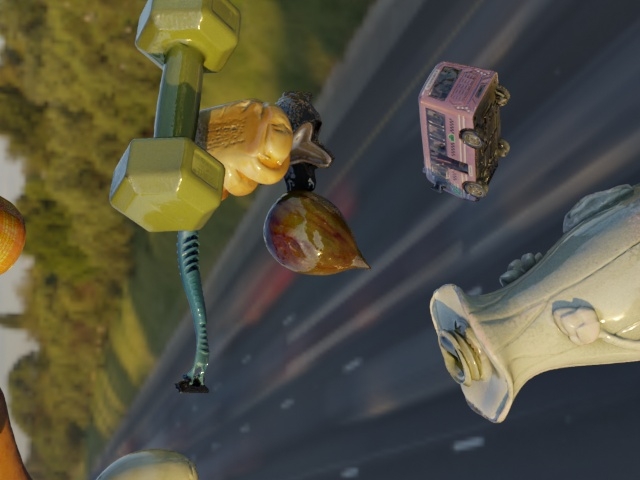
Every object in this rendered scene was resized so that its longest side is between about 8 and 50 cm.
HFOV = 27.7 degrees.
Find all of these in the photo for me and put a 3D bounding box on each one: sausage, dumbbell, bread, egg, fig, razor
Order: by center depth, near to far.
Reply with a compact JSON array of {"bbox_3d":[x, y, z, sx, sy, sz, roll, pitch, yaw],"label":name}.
[{"bbox_3d":[-0.157,-0.152,1.435,0.108,0.121,0.302,-21,49,30],"label":"dumbbell"},{"bbox_3d":[-0.205,0.302,1.499,0.152,0.114,0.114,-39,28,12],"label":"egg"},{"bbox_3d":[-0.113,-0.100,1.528,0.084,0.177,0.119,56,-151,-49],"label":"bread"},{"bbox_3d":[0.000,0.000,1.712,0.103,0.154,0.109,-59,-23,-18],"label":"fig"},{"bbox_3d":[-0.489,0.314,1.916,0.109,0.108,0.271,-114,11,-66],"label":"sausage"},{"bbox_3d":[-0.193,0.105,1.976,0.082,0.042,0.253,16,-114,-62],"label":"razor"}]

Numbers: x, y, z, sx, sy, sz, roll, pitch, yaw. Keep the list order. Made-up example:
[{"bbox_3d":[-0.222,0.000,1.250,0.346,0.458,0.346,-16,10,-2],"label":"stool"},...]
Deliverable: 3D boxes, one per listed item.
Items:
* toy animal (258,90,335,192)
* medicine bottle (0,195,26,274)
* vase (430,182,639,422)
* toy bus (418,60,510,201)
[{"bbox_3d":[-0.026,-0.138,1.803,0.117,0.121,0.210,63,-161,-19],"label":"toy animal"},{"bbox_3d":[-0.390,-0.028,1.335,0.192,0.096,0.096,42,-136,-64],"label":"medicine bottle"},{"bbox_3d":[0.366,0.070,1.687,0.250,0.445,0.250,158,90,-77],"label":"vase"},{"bbox_3d":[0.191,-0.145,1.769,0.096,0.108,0.199,-60,-23,-28],"label":"toy bus"}]
